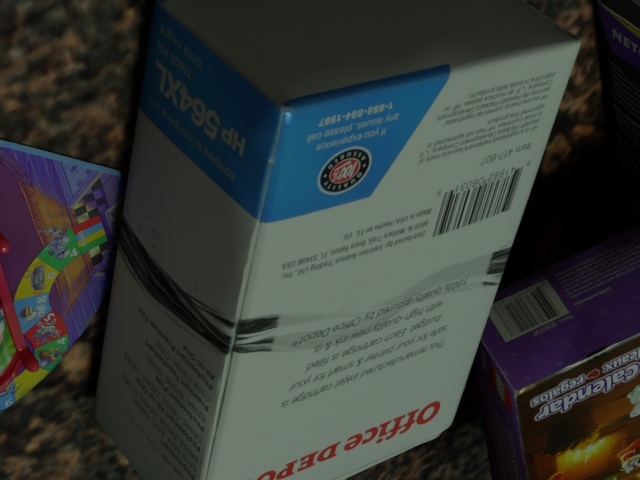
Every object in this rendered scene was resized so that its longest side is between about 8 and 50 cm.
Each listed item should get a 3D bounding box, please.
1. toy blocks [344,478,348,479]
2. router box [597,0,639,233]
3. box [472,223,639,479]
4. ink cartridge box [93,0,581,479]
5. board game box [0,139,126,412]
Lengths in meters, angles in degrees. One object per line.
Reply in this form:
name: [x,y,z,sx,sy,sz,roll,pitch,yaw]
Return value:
toy blocks: [-0.040,0.154,0.758,0.123,0.054,0.148,-50,144,6]
router box: [0.289,-0.108,0.815,0.309,0.081,0.243,-37,144,-13]
box: [0.220,0.048,0.778,0.293,0.057,0.201,-25,143,-6]
ink cartridge box: [0.000,0.000,0.620,0.148,0.086,0.203,-17,136,-38]
board game box: [-0.135,0.028,0.556,0.169,0.033,0.133,15,113,-50]
